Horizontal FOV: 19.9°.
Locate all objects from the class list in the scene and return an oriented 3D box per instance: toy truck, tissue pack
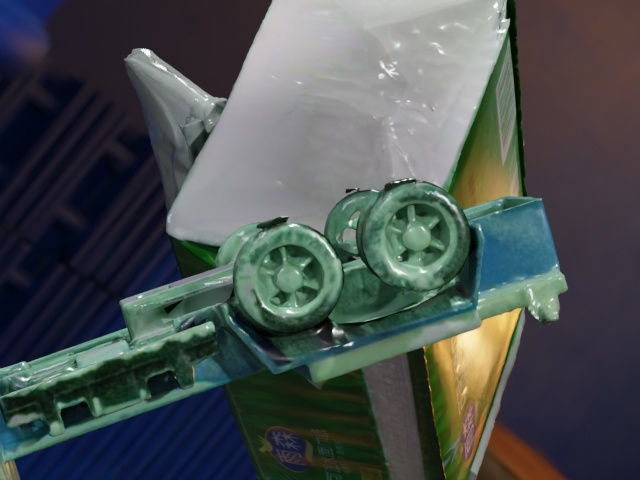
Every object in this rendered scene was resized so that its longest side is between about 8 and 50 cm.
[{"bbox_3d":[-0.029,0.043,0.390,0.067,0.175,0.081,-173,-116,-81],"label":"toy truck"},{"bbox_3d":[-0.001,0.002,0.780,0.156,0.148,0.209,10,-32,15],"label":"tissue pack"}]
